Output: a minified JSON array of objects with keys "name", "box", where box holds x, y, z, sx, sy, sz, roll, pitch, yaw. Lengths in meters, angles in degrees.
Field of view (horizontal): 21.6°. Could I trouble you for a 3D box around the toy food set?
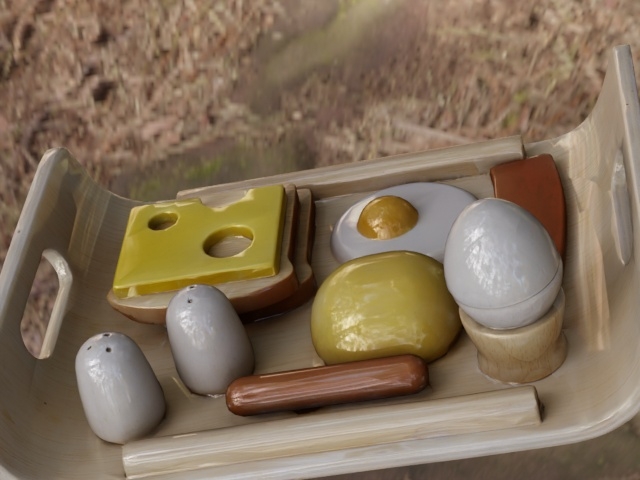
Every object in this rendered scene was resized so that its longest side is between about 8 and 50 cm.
[{"name":"toy food set","box":[0.000,0.000,0.775,0.306,0.092,0.219,-8,36,10]}]
